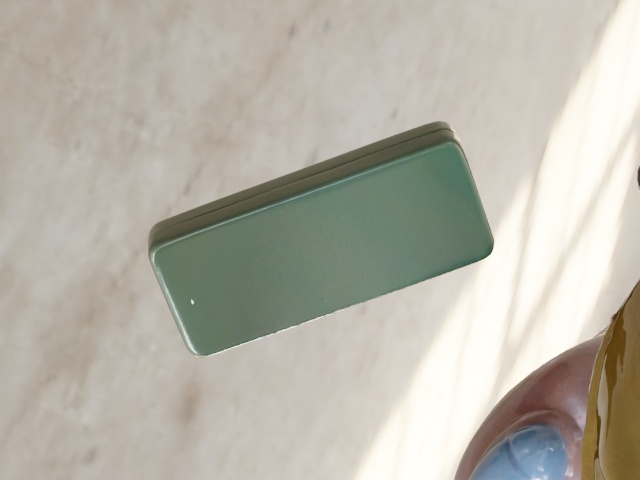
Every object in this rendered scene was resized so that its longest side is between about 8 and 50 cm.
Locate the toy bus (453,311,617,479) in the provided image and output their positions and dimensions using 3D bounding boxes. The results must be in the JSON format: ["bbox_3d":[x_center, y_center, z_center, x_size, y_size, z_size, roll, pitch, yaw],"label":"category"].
[{"bbox_3d":[0.192,0.170,0.934,0.231,0.294,0.197,4,134,-45],"label":"toy bus"}]

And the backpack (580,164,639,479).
[{"bbox_3d":[0.244,0.098,0.612,0.353,0.378,0.201,-40,135,7],"label":"backpack"}]

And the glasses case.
[{"bbox_3d":[0.000,0.000,0.965,0.039,0.184,0.078,-101,170,-68],"label":"glasses case"}]
